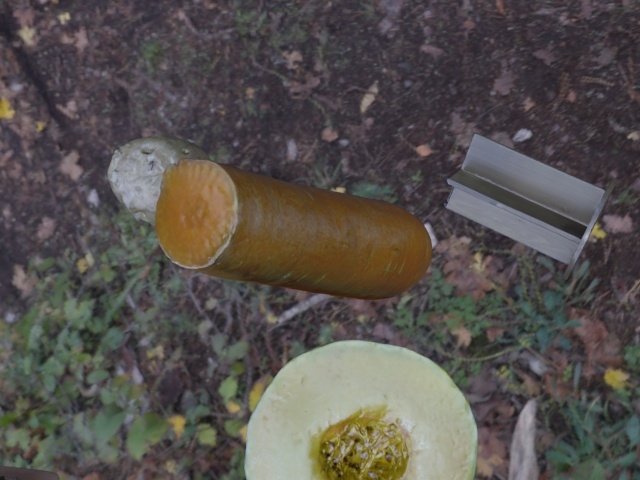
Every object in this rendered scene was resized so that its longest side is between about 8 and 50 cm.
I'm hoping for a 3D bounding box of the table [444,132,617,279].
[{"bbox_3d":[0.315,-0.063,1.268,0.227,0.167,0.167,27,120,17],"label":"table"}]

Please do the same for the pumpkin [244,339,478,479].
[{"bbox_3d":[0.046,0.293,1.228,0.332,0.199,0.332,-1,95,-9],"label":"pumpkin"}]

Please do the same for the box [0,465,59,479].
[{"bbox_3d":[-0.257,0.189,0.618,0.048,0.115,0.025,-135,59,-68],"label":"box"}]

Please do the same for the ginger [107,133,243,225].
[{"bbox_3d":[-0.223,-0.083,1.485,0.375,0.256,0.176,22,88,45],"label":"ginger"}]

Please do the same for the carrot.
[{"bbox_3d":[0.000,0.000,0.487,0.067,0.225,0.067,-6,80,35],"label":"carrot"}]
